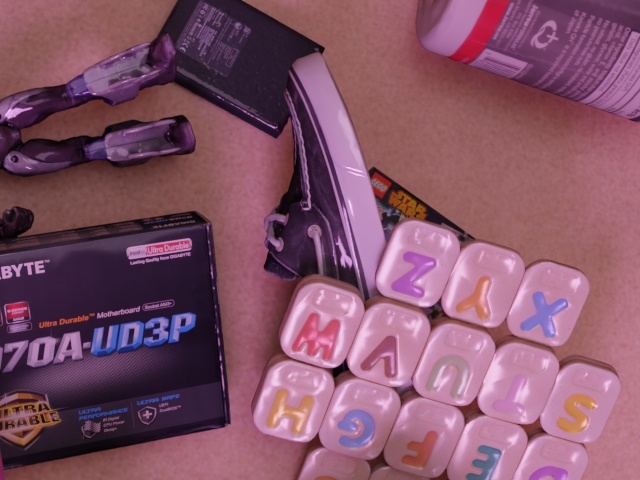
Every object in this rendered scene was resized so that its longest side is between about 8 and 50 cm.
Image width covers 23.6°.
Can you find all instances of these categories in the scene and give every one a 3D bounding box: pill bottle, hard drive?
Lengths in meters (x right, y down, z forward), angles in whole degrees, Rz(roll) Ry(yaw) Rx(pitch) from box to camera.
[{"bbox_3d":[0.261,-0.206,1.370,0.319,0.176,0.176,17,74,-11],"label":"pill bottle"},{"bbox_3d":[-0.075,-0.162,1.349,0.135,0.022,0.094,29,72,-7],"label":"hard drive"}]

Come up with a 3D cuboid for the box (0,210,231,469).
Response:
[{"bbox_3d":[-0.188,0.079,1.214,0.220,0.051,0.175,-8,105,-17],"label":"box"}]

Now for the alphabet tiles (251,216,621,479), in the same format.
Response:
[{"bbox_3d":[0.095,0.128,1.248,0.284,0.021,0.278,17,109,-11],"label":"alphabet tiles"}]

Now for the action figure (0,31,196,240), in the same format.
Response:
[{"bbox_3d":[-0.250,-0.085,1.244,0.285,0.099,0.185,-18,100,-13],"label":"action figure"}]

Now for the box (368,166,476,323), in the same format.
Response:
[{"bbox_3d":[0.074,0.012,1.347,0.137,0.027,0.094,35,71,-5],"label":"box"}]

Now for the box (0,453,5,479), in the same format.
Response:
[{"bbox_3d":[-0.370,0.110,1.096,0.243,0.117,0.213,-14,80,19],"label":"box"}]

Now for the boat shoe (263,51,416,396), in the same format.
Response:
[{"bbox_3d":[0.000,0.000,1.266,0.102,0.108,0.301,-14,104,0],"label":"boat shoe"}]
